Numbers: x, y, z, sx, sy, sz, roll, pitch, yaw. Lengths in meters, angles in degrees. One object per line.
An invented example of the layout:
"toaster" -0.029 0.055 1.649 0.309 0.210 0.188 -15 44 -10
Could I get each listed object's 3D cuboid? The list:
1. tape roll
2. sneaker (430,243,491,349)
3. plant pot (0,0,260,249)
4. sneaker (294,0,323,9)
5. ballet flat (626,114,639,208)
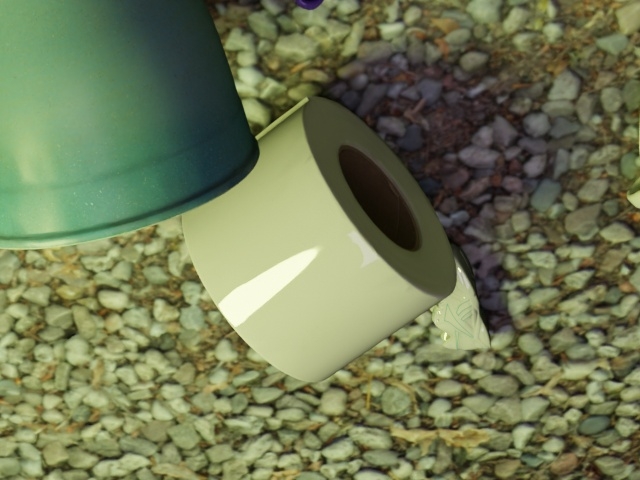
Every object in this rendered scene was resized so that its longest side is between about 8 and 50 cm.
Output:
"tape roll" 0.000 0.000 1.633 0.169 0.246 0.246 -37 120 21
"sneaker" 0.152 0.071 1.812 0.061 0.054 0.152 -11 127 9
"plant pot" -0.212 -0.163 1.368 0.271 0.272 0.255 -11 112 5
"sneaker" 0.033 -0.284 1.530 0.068 0.071 0.170 28 120 -22
"ballet flat" 0.397 -0.167 1.609 0.139 0.139 0.400 5 128 -7
